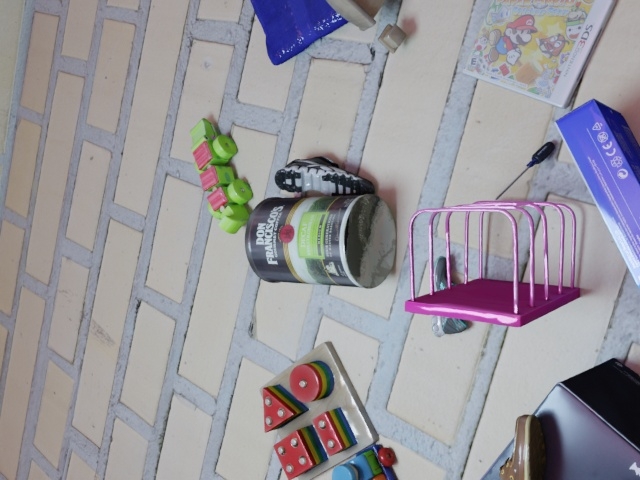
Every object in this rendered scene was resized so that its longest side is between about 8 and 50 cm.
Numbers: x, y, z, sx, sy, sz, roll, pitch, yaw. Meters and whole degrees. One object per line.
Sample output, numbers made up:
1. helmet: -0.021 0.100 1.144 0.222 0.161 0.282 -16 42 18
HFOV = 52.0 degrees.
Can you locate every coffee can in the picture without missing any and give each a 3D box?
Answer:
1. coffee can: 0.000 0.000 1.453 0.275 0.201 0.201 1 90 38

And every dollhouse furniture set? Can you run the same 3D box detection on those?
1. dollhouse furniture set: 0.081 -0.626 1.430 0.303 0.355 0.174 -57 21 -12

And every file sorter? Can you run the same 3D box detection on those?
1. file sorter: 0.307 0.024 1.144 0.202 0.291 0.182 3 97 38

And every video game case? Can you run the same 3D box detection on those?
1. video game case: 0.407 -0.384 1.248 0.227 0.026 0.206 32 108 34

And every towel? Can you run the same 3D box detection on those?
1. towel: -0.024 -0.583 1.564 0.308 0.076 0.227 -22 84 35

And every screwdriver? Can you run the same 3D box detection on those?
1. screwdriver: 0.373 -0.130 1.208 0.025 0.170 0.024 51 162 6

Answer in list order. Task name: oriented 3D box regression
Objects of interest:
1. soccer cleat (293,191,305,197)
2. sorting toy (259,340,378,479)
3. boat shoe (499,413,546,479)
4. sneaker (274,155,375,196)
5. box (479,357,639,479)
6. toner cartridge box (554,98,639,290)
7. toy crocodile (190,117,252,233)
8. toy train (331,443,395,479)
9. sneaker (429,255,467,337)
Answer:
1. soccer cleat: -0.048 -0.120 1.601 0.036 0.029 0.083 -27 69 39
2. sorting toy: -0.032 0.413 1.546 0.257 0.089 0.255 -41 66 31
3. boat shoe: 0.285 0.338 0.942 0.060 0.064 0.178 2 91 39
4. sneaker: 0.019 -0.150 1.516 0.234 0.106 0.078 10 130 16
5. box: 0.418 0.368 1.064 0.183 0.294 0.296 42 114 30
6. toner cartridge box: 0.516 -0.055 1.073 0.075 0.165 0.347 -31 70 34
7. toy crocodile: -0.274 -0.170 1.729 0.115 0.105 0.340 -32 70 33
8. toy train: 0.122 0.572 1.389 0.105 0.143 0.248 -38 67 32
9. sneaker: 0.267 0.114 1.343 0.076 0.065 0.166 -3 91 22
